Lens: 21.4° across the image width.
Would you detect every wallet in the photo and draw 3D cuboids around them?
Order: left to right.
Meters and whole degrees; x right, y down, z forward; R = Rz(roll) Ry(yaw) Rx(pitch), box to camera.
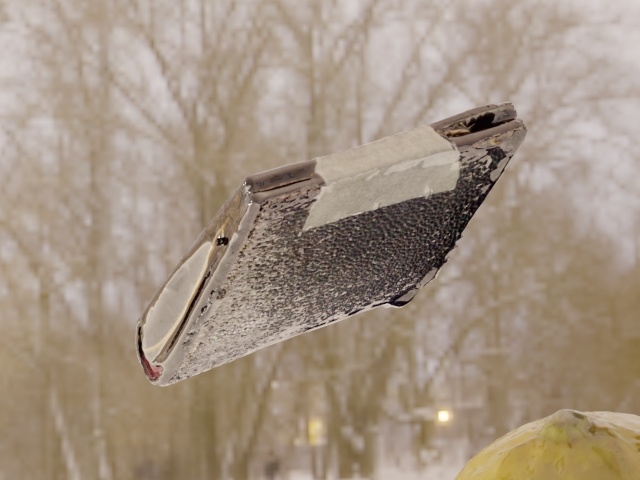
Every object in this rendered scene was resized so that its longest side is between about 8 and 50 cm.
[{"bbox_3d":[0.000,0.000,1.168,0.221,0.071,0.262,-15,-20,-29],"label":"wallet"}]

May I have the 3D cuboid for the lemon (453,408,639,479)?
[{"bbox_3d":[0.247,0.321,1.527,0.336,0.336,0.336,-2,-7,0],"label":"lemon"}]
